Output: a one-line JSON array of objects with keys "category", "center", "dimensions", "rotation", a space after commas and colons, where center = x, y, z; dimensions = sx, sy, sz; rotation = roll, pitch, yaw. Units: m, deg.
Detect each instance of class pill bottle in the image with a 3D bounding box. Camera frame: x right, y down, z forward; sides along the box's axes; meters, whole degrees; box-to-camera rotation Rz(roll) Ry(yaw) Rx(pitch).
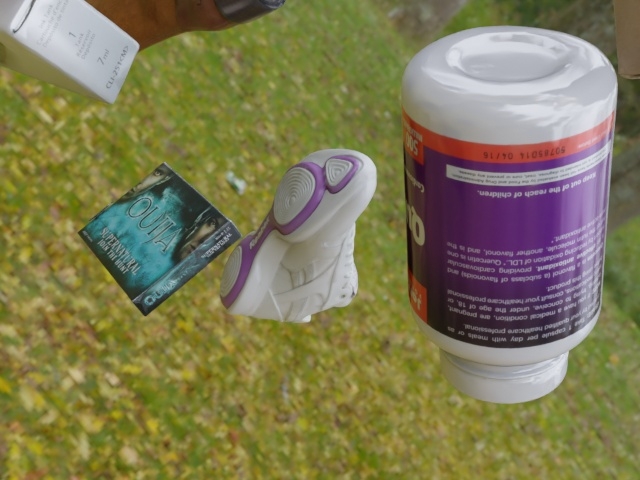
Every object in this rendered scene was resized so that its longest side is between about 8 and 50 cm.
[{"category": "pill bottle", "center": [0.166, -0.016, 1.033], "dimensions": [0.181, 0.181, 0.323], "rotation": [-99, -176, -58]}]

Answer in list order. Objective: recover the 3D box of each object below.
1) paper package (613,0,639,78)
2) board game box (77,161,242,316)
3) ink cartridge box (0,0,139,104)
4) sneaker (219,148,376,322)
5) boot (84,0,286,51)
[{"category": "paper package", "center": [0.383, -0.311, 0.960], "dimensions": [0.309, 0.168, 0.325], "rotation": [-15, 102, -43]}, {"category": "board game box", "center": [-0.171, -0.007, 1.190], "dimensions": [0.186, 0.126, 0.026], "rotation": [38, -14, 53]}, {"category": "ink cartridge box", "center": [-0.307, -0.206, 0.862], "dimensions": [0.275, 0.060, 0.239], "rotation": [22, -6, 30]}, {"category": "sneaker", "center": [0.000, 0.000, 1.365], "dimensions": [0.152, 0.305, 0.114], "rotation": [19, 50, -21]}, {"category": "boot", "center": [-0.142, -0.323, 1.199], "dimensions": [0.096, 0.280, 0.264], "rotation": [10, 77, -48]}]
